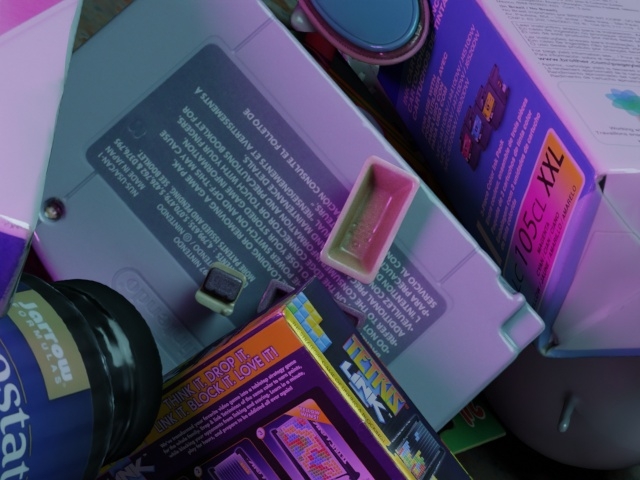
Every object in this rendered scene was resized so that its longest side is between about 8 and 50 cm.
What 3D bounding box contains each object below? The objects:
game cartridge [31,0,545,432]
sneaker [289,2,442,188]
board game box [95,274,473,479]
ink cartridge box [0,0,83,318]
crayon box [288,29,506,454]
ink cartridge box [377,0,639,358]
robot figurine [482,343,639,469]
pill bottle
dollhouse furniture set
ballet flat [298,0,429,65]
[{"bbox_3d":[-0.040,0.005,0.888,0.294,0.196,0.060,49,-11,-1],"label":"game cartridge"},{"bbox_3d":[0.046,-0.097,1.245,0.121,0.099,0.262,10,43,-43],"label":"sneaker"},{"bbox_3d":[-0.027,0.119,0.801,0.141,0.170,0.048,54,33,-4],"label":"board game box"},{"bbox_3d":[-0.267,-0.140,0.701,0.324,0.071,0.330,17,42,-16],"label":"ink cartridge box"},{"bbox_3d":[0.015,-0.003,1.049,0.318,0.081,0.202,55,27,15],"label":"crayon box"},{"bbox_3d":[0.213,-0.100,1.115,0.270,0.151,0.395,1,38,-20],"label":"ink cartridge box"},{"bbox_3d":[0.248,0.071,1.240,0.353,0.200,0.300,0,61,-57],"label":"robot figurine"},{"bbox_3d":[-0.168,0.076,0.682,0.123,0.123,0.219,60,29,9],"label":"pill bottle"},{"bbox_3d":[0.000,0.000,0.825,0.091,0.114,0.081,27,-6,-4],"label":"dollhouse furniture set"},{"bbox_3d":[0.009,-0.203,1.159,0.086,0.086,0.248,14,37,-51],"label":"ballet flat"}]
